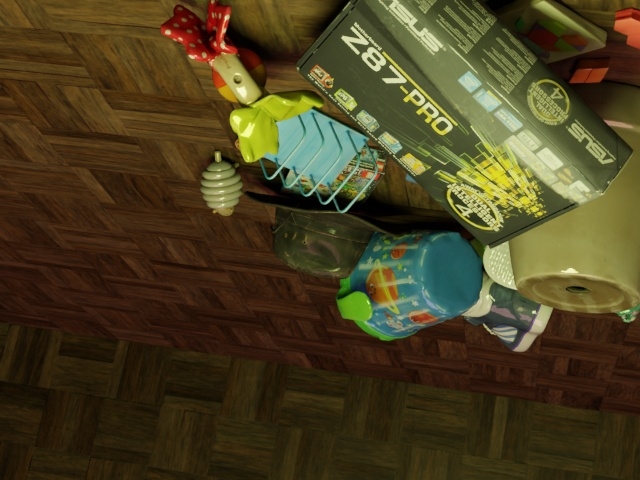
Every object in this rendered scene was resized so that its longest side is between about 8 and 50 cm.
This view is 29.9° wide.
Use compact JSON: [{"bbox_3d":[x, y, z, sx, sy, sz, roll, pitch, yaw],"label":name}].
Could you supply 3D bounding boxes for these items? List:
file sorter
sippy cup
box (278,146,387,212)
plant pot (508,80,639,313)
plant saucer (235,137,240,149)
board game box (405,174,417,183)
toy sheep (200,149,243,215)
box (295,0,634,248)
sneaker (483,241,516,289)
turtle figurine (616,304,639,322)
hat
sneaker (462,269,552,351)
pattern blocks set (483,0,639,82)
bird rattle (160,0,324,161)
[{"bbox_3d":[-0.006,-0.137,2.007,0.170,0.104,0.118,24,119,-33],"label":"file sorter"},{"bbox_3d":[0.194,0.074,2.371,0.240,0.305,0.224,40,153,-23],"label":"sippy cup"},{"bbox_3d":[0.019,-0.122,2.211,0.159,0.044,0.233,13,162,-6],"label":"box"},{"bbox_3d":[0.410,-0.049,1.833,0.323,0.280,0.323,9,161,3],"label":"plant pot"},{"bbox_3d":[-0.113,-0.174,2.182,0.083,0.013,0.083,9,162,3],"label":"plant saucer"},{"bbox_3d":[0.220,-0.130,2.094,0.133,0.033,0.168,5,167,1],"label":"board game box"},{"bbox_3d":[-0.188,-0.108,2.282,0.091,0.132,0.091,-10,-162,3],"label":"toy sheep"},{"bbox_3d":[0.180,-0.181,1.603,0.395,0.097,0.318,44,155,-6],"label":"box"},{"bbox_3d":[0.472,0.022,2.141,0.366,0.135,0.150,-7,175,4],"label":"sneaker"},{"bbox_3d":[0.592,0.068,2.332,0.118,0.175,0.234,-33,176,18],"label":"turtle figurine"},{"bbox_3d":[0.000,0.000,2.297,0.331,0.134,0.331,14,-178,0],"label":"hat"},{"bbox_3d":[0.383,0.146,2.709,0.236,0.130,0.323,20,167,3],"label":"sneaker"},{"bbox_3d":[0.284,-0.276,1.625,0.285,0.026,0.325,19,161,-21],"label":"pattern blocks set"},{"bbox_3d":[-0.130,-0.241,1.756,0.253,0.143,0.207,45,-177,-10],"label":"bird rattle"}]
